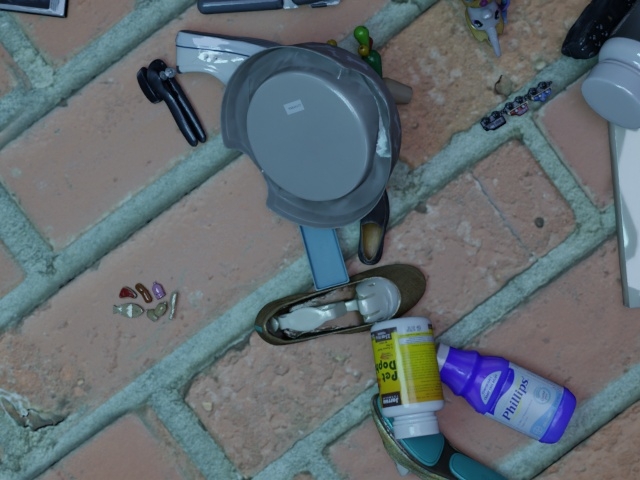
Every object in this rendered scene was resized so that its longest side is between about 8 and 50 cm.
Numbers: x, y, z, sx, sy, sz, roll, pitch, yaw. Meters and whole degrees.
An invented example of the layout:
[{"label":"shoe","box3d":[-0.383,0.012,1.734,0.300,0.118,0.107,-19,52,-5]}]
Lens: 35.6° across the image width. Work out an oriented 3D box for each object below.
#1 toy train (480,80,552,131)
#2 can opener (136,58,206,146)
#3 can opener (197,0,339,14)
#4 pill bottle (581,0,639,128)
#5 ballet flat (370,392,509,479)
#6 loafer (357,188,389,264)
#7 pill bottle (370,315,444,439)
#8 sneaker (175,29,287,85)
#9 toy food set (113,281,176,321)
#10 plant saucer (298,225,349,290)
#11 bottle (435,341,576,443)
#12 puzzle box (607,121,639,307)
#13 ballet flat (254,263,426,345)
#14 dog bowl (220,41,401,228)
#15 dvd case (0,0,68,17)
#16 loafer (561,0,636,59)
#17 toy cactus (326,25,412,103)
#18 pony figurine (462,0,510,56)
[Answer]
[{"label":"toy train","box3d":[0.381,-0.257,1.917,0.158,0.027,0.036,-32,95,2]},{"label":"can opener","box3d":[-0.277,-0.265,1.915,0.059,0.073,0.186,-40,96,-37]},{"label":"can opener","box3d":[-0.096,-0.476,1.877,0.283,0.095,0.076,-4,92,0]},{"label":"pill bottle","box3d":[0.613,-0.353,1.817,0.161,0.161,0.283,38,79,-1]},{"label":"ballet flat","box3d":[0.217,0.432,1.914,0.348,0.123,0.123,36,92,1]},{"label":"loafer","box3d":[0.103,-0.036,1.911,0.062,0.061,0.170,0,92,1]},{"label":"pill bottle","box3d":[0.162,0.254,1.839,0.117,0.117,0.215,-8,78,1]},{"label":"sneaker","box3d":[-0.150,-0.338,1.897,0.258,0.094,0.091,10,109,5]},{"label":"toy food set","box3d":[-0.341,0.117,1.944,0.122,0.019,0.078,10,92,8]},{"label":"plant saucer","box3d":[0.000,0.000,1.907,0.067,0.018,0.192,-16,72,1]},{"label":"bottle","box3d":[0.341,0.283,1.907,0.282,0.092,0.118,26,90,-1]},{"label":"puzzle box","box3d":[0.701,-0.083,1.909,0.272,0.052,0.409,-5,93,0]},{"label":"ballet flat","box3d":[0.039,0.128,1.887,0.342,0.124,0.116,-12,92,1]},{"label":"dog bowl","box3d":[-0.010,-0.198,1.805,0.348,0.102,0.349,14,123,23]},{"label":"dvd case","box3d":[-0.597,-0.530,1.912,0.238,0.029,0.179,7,92,0]},{"label":"loafer","box3d":[0.534,-0.433,1.884,0.076,0.078,0.223,46,75,-27]},{"label":"toy cactus","box3d":[0.083,-0.289,1.895,0.180,0.112,0.219,10,90,-19]},{"label":"pony figurine","box3d":[0.239,-0.526,1.782,0.302,0.363,0.351,-26,76,9]}]
